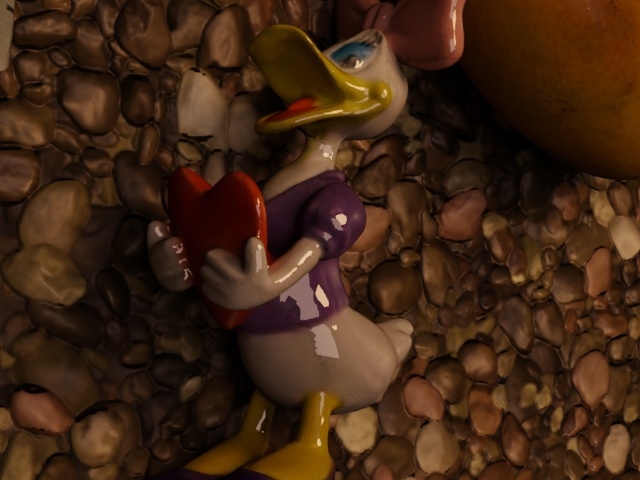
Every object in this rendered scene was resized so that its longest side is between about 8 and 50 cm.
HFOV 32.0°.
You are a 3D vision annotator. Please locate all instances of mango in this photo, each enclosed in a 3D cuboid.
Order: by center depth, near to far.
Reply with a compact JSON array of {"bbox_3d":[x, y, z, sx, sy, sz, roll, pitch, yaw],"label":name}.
[{"bbox_3d":[0.192,-0.169,0.856,0.317,0.173,0.211,49,31,-31],"label":"mango"}]

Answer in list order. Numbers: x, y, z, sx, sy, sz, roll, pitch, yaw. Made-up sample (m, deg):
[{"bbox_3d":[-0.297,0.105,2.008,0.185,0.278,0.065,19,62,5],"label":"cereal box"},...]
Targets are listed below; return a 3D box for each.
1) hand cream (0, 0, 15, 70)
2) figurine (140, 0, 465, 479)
[{"bbox_3d":[-0.329,-0.190,0.607,0.340,0.078,0.124,21,38,-29],"label":"hand cream"},{"bbox_3d":[-0.004,0.004,0.747,0.193,0.154,0.421,9,85,-35],"label":"figurine"}]
